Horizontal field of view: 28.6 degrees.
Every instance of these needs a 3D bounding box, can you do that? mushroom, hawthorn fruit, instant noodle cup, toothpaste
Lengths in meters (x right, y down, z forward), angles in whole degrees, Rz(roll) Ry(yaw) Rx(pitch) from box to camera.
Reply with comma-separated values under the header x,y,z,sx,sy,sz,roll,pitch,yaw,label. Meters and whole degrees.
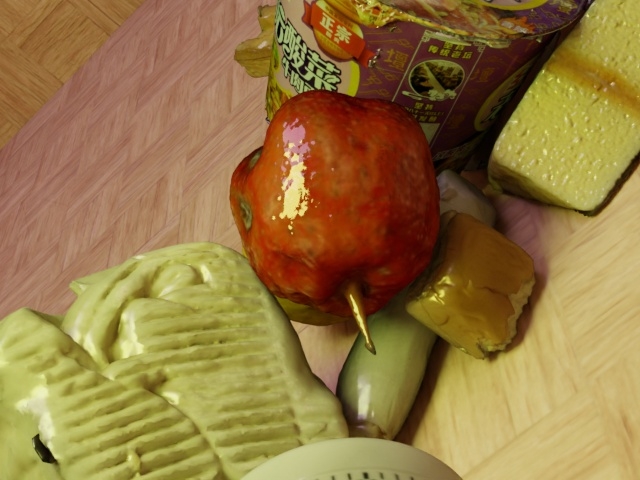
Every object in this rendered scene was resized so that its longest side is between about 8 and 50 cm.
x,y,z,sx,sy,sz,roll,pitch,yaw,label
0.090,0.072,1.270,0.109,0.097,0.351,-26,37,62,mushroom
0.020,-0.005,1.163,0.207,0.207,0.243,-33,53,34,hawthorn fruit
0.083,-0.223,1.351,0.340,0.340,0.266,-78,7,-46,instant noodle cup
0.221,-0.165,1.446,0.194,0.043,0.067,-63,21,-11,toothpaste

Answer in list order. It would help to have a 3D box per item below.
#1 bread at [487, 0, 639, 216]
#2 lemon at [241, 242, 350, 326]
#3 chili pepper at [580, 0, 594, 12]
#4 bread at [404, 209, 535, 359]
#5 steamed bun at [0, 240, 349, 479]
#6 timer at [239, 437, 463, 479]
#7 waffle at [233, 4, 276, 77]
x,y,z,sx,sy,sz,roll,pitch,yaw,label
0.287,-0.134,1.300,0.240,0.135,0.178,-53,-9,-4,bread
0.000,0.000,1.421,0.178,0.178,0.203,-34,30,32,lemon
0.337,-0.281,1.407,0.153,0.041,0.050,-11,88,55,chili pepper
0.147,0.041,1.196,0.082,0.106,0.125,-13,46,55,bread
-0.165,0.202,1.153,0.237,0.346,0.394,120,168,-45,steamed bun
0.020,0.249,0.968,0.233,0.233,0.240,-43,28,17,timer
0.050,-0.384,1.925,0.304,0.077,0.348,4,50,47,waffle
